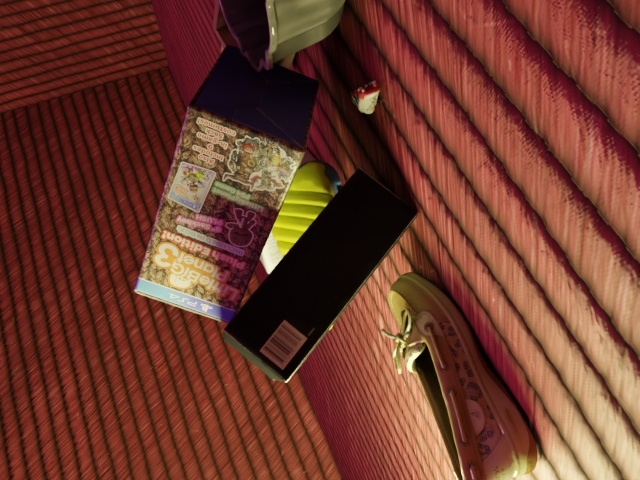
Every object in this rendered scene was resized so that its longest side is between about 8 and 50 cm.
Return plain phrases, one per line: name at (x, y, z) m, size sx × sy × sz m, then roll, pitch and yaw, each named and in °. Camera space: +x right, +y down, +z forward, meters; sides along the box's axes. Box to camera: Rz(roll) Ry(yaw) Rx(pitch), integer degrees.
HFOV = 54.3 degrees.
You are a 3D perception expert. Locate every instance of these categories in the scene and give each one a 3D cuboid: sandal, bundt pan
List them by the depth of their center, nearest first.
bundt pan at (-0.060, -0.373, 0.725) m, size 0.331 × 0.124 × 0.330 m, roll 161°, pitch 90°, yaw -78°
sandal at (0.000, 0.000, 1.059) m, size 0.126 × 0.138 × 0.317 m, roll 22°, pitch 132°, yaw 25°

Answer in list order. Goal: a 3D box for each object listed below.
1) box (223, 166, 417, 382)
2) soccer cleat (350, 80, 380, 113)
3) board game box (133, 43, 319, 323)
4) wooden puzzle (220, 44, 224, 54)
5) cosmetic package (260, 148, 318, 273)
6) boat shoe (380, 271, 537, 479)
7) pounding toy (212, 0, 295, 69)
box at (-0.008, 0.052, 0.819) m, size 0.103 × 0.261 × 0.184 m, roll 39°, pitch 165°, yaw 3°
soccer cleat at (0.058, -0.172, 0.760) m, size 0.035 × 0.029 × 0.083 m, roll 64°, pitch 173°, yaw -14°
board game box at (-0.125, -0.079, 0.859) m, size 0.232 × 0.141 × 0.291 m, roll -83°, pitch 16°, yaw -56°
wooden puzzle at (-0.167, -0.338, 1.461) m, size 0.238 × 0.044 × 0.221 m, roll 65°, pitch 167°, yaw 3°
cosmetic package at (-0.071, -0.068, 1.190) m, size 0.151 × 0.151 × 0.183 m, roll -126°, pitch 21°, yaw -53°
boat shoe at (0.143, 0.155, 0.747) m, size 0.104 × 0.089 × 0.285 m, roll 83°, pitch 163°, yaw -47°
pounding toy at (-0.075, -0.315, 0.982) m, size 0.206 × 0.094 × 0.181 m, roll 60°, pitch 162°, yaw 5°
